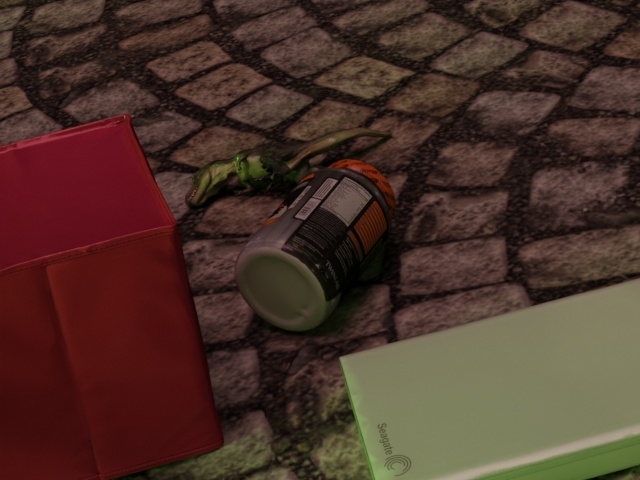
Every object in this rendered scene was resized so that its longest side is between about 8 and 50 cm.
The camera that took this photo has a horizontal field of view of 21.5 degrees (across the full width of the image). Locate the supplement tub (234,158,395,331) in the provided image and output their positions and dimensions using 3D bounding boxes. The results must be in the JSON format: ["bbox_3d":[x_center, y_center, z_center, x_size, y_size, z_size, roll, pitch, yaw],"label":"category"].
[{"bbox_3d":[0.000,0.000,1.800,0.117,0.117,0.190,6,36,29],"label":"supplement tub"}]

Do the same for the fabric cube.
[{"bbox_3d":[-0.259,0.066,1.649,0.259,0.258,0.254,-15,31,-9],"label":"fabric cube"}]

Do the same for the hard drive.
[{"bbox_3d":[0.208,0.140,1.563,0.353,0.047,0.233,-15,31,-1],"label":"hard drive"}]

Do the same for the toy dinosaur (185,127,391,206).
[{"bbox_3d":[-0.032,-0.090,2.013,0.268,0.064,0.118,-14,25,-7],"label":"toy dinosaur"}]
